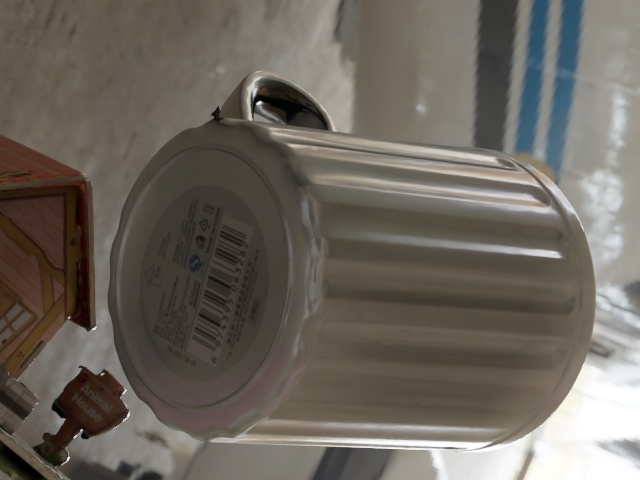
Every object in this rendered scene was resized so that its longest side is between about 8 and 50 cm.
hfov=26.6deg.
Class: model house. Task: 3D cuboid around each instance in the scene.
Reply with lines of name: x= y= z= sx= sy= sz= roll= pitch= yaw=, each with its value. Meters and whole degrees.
model house: x=-0.212 y=0.016 z=0.807 sx=0.154 sy=0.294 sz=0.207 roll=-51 pitch=130 yaw=-12

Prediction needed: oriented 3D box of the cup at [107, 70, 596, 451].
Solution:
cup: x=-0.003 y=0.015 z=0.695 sx=0.202 sy=0.221 sz=0.167 roll=7 pitch=105 yaw=-46
